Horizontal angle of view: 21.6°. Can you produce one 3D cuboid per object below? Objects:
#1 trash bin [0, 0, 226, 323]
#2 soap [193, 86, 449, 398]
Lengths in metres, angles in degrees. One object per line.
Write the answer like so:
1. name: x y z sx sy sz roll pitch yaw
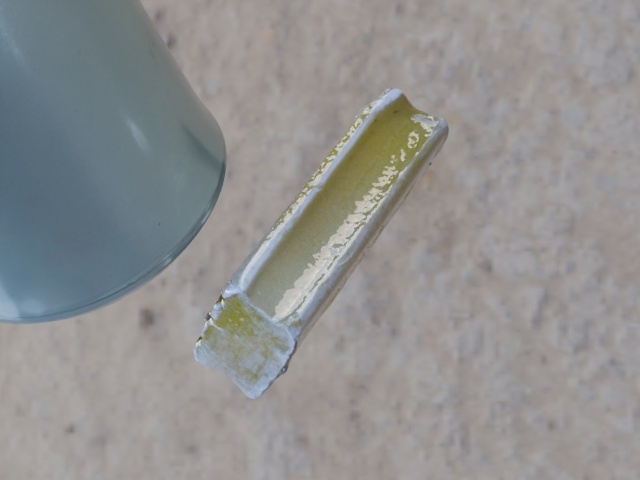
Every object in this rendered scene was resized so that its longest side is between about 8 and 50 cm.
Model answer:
1. trash bin: -0.262 -0.134 1.384 0.280 0.432 0.280 -14 44 14
2. soap: 0.000 0.000 1.535 0.089 0.274 0.173 35 150 2
